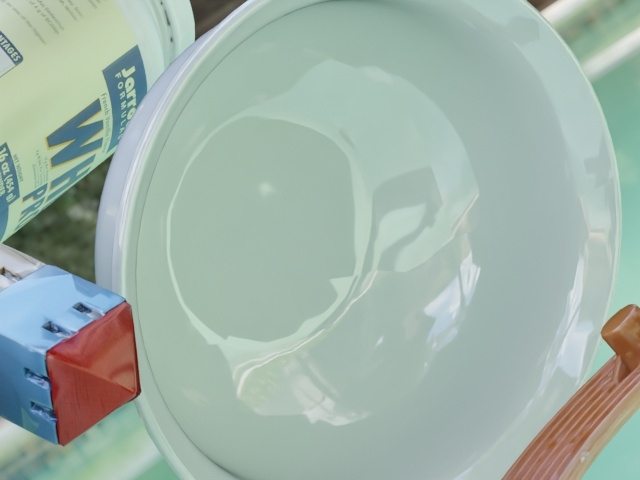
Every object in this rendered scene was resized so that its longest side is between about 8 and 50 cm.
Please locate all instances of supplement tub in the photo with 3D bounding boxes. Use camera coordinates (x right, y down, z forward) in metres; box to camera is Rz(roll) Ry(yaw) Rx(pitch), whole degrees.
[{"bbox_3d":[-0.287,-0.143,1.701,0.325,0.235,0.235,-43,9,-37],"label":"supplement tub"}]

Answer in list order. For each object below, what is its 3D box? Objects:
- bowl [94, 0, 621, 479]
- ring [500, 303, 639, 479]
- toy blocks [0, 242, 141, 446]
[{"bbox_3d":[0.000,0.000,0.981,0.298,0.298,0.134,-35,26,-23],"label":"bowl"},{"bbox_3d":[0.156,0.052,0.717,0.336,0.032,0.336,-42,8,7],"label":"ring"},{"bbox_3d":[-0.250,0.090,0.777,0.261,0.190,0.381,22,39,35],"label":"toy blocks"}]
